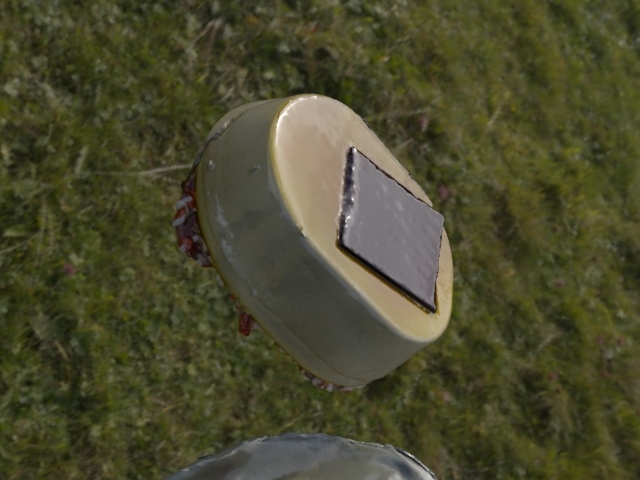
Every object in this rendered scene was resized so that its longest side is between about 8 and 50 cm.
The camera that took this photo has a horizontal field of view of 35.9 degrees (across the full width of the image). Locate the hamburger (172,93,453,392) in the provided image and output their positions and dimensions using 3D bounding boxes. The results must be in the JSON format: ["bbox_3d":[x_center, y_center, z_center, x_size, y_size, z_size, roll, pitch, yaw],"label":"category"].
[{"bbox_3d":[0.000,0.000,0.929,0.295,0.151,0.227,46,45,-22],"label":"hamburger"}]

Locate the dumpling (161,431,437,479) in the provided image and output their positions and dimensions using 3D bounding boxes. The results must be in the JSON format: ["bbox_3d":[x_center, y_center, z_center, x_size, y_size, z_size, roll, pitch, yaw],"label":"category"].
[{"bbox_3d":[-0.041,0.289,0.803,0.260,0.341,0.181,56,2,34],"label":"dumpling"}]
